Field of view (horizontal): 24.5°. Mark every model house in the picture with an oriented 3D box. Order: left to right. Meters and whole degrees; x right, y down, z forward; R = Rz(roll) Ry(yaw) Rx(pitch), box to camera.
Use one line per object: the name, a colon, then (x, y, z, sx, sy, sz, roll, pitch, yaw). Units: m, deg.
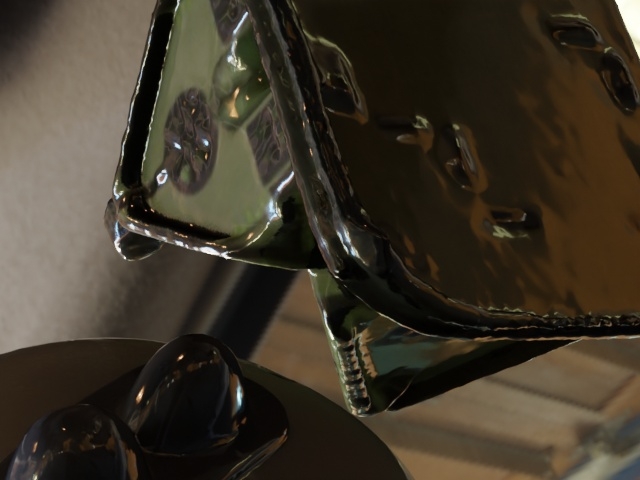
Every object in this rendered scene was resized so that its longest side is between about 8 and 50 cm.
model house: (0.000, 0.000, 0.664, 0.204, 0.218, 0.278, 2, -31, -35)

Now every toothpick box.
toothpick box: (-0.077, 0.175, 0.498, 0.229, 0.229, 0.316, 1, -64, -29)
